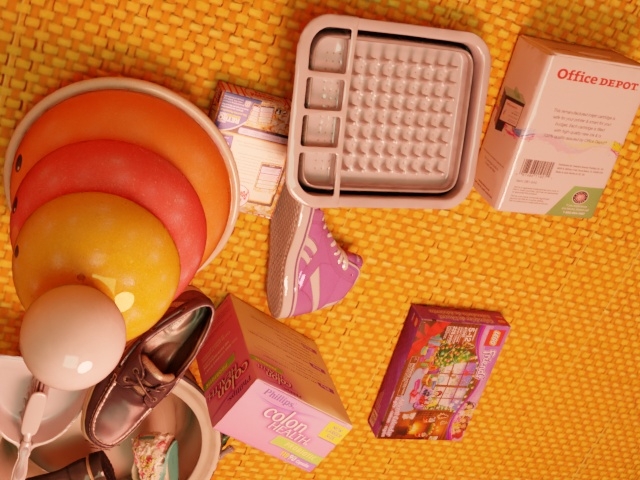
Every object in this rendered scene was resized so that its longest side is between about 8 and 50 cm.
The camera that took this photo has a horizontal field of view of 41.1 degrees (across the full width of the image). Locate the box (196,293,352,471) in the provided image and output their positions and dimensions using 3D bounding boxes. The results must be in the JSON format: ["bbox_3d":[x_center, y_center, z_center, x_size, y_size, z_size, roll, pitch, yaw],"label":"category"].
[{"bbox_3d":[-0.089,0.242,1.466,0.213,0.243,0.117,33,105,-31],"label":"box"}]

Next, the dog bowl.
[{"bbox_3d":[-0.382,0.329,1.479,0.407,0.150,0.408,-8,121,-13],"label":"dog bowl"}]

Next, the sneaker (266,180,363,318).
[{"bbox_3d":[0.000,0.000,1.448,0.161,0.102,0.282,-7,128,-22],"label":"sneaker"}]

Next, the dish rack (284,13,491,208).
[{"bbox_3d":[0.098,-0.194,1.332,0.332,0.072,0.286,1,103,-23],"label":"dish rack"}]

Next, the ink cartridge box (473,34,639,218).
[{"bbox_3d":[0.401,-0.189,1.443,0.201,0.117,0.278,4,119,-20],"label":"ink cartridge box"}]

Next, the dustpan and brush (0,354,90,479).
[{"bbox_3d":[-0.445,0.285,1.307,0.147,0.060,0.211,12,115,-23],"label":"dustpan and brush"}]

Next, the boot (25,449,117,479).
[{"bbox_3d":[-0.396,0.448,1.419,0.136,0.077,0.198,-17,110,-3],"label":"boot"}]

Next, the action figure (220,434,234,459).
[{"bbox_3d":[-0.188,0.359,1.587,0.063,0.137,0.232,18,123,-16],"label":"action figure"}]

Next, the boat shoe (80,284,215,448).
[{"bbox_3d":[-0.261,0.194,1.303,0.103,0.092,0.285,42,77,-22],"label":"boat shoe"}]

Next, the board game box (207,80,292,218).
[{"bbox_3d":[-0.117,-0.139,1.349,0.146,0.045,0.194,12,115,-24],"label":"board game box"}]

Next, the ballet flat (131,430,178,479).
[{"bbox_3d":[-0.279,0.416,1.438,0.077,0.091,0.241,10,115,11],"label":"ballet flat"}]

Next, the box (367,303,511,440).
[{"bbox_3d":[0.233,0.268,1.696,0.200,0.057,0.293,6,117,-22],"label":"box"}]

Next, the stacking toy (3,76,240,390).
[{"bbox_3d":[-0.285,0.014,1.107,0.350,0.480,0.351,-1,117,-3],"label":"stacking toy"}]
